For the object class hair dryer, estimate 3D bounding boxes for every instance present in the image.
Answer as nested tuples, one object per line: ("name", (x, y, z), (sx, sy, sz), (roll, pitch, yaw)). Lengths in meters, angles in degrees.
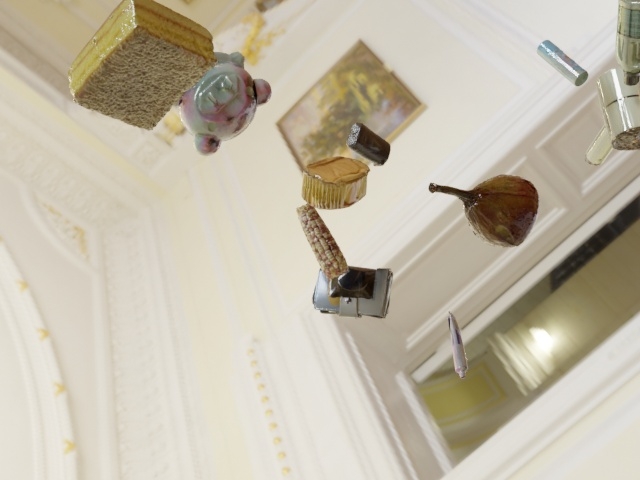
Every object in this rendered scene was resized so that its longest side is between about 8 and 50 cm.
("hair dryer", (0.816, -0.307, 2.237), (0.362, 0.128, 0.203), (93, 173, -67))

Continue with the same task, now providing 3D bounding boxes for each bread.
("bread", (0.038, -0.142, 2.046), (0.132, 0.114, 0.190), (28, -143, 33))
("bread", (-0.326, -0.320, 1.444), (0.184, 0.234, 0.111), (17, -130, -42))

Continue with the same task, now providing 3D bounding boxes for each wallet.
("wallet", (0.096, 0.149, 2.388), (0.231, 0.170, 0.069), (6, 161, 21))

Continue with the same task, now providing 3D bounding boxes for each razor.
("razor", (0.145, -0.285, 2.388), (0.148, 0.090, 0.054), (29, 164, -36))

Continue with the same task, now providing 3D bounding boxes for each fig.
("fig", (0.387, -0.064, 1.906), (0.290, 0.191, 0.191), (-10, -132, -30))

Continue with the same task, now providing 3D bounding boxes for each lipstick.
("lipstick", (0.635, -0.466, 2.097), (0.048, 0.048, 0.158), (31, -161, -52))

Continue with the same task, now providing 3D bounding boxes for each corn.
("corn", (0.000, 0.000, 2.246), (0.237, 0.079, 0.079), (61, -165, 11))

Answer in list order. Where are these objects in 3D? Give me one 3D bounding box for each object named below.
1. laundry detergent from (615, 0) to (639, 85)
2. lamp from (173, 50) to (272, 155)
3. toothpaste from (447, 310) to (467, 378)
("laundry detergent", (0.775, -0.491, 1.970), (0.099, 0.070, 0.226), (28, 138, 44))
("lamp", (-0.282, -0.381, 1.917), (0.301, 0.247, 0.247), (47, 168, -7))
("toothpaste", (0.318, 0.243, 1.853), (0.045, 0.028, 0.170), (43, -147, -42))
